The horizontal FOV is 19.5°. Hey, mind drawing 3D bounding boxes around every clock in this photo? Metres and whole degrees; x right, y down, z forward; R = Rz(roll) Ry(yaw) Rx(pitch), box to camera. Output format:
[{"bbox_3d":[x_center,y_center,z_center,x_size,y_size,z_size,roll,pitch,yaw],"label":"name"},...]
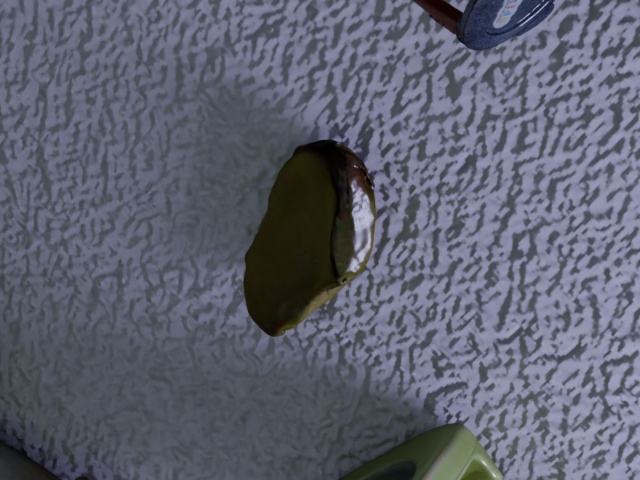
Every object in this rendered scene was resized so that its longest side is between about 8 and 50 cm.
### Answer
[{"bbox_3d":[0.033,0.235,1.378,0.170,0.232,0.069,-31,100,31],"label":"clock"}]

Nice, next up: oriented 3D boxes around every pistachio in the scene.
[{"bbox_3d":[0.000,0.000,1.385,0.089,0.049,0.173,41,127,25],"label":"pistachio"}]

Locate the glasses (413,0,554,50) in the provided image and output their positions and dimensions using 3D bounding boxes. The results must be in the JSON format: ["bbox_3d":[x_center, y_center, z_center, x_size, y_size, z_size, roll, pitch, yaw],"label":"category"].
[{"bbox_3d":[0.078,-0.281,1.228,0.268,0.118,0.234,40,126,23],"label":"glasses"}]

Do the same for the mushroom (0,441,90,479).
[{"bbox_3d":[-0.332,0.203,1.589,0.329,0.122,0.159,23,157,10],"label":"mushroom"}]
